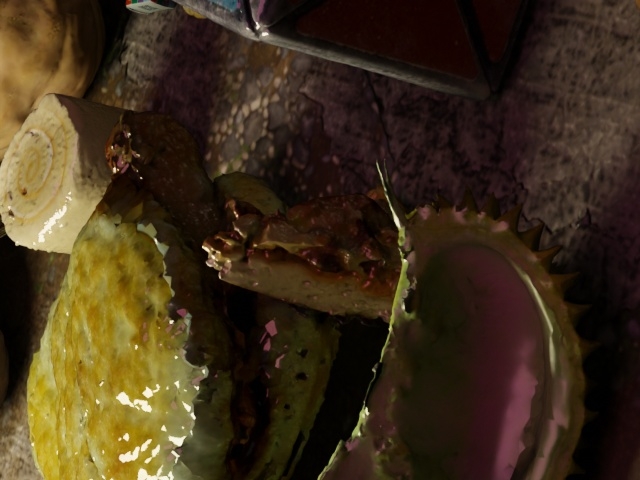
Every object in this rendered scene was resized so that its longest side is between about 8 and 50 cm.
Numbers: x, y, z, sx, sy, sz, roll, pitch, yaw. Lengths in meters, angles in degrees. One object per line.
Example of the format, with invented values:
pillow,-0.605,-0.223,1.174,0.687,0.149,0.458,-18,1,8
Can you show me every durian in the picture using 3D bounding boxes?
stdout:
durian,0.090,0.135,1.435,0.157,0.169,0.355,22,99,54

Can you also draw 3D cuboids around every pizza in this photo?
pizza,0.001,0.000,1.568,0.154,0.194,0.069,-114,35,-42

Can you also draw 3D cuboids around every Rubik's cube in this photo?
Rubik's cube,0.015,-0.277,1.572,0.260,0.255,0.259,27,101,52

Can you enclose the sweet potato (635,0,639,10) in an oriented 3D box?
sweet potato,0.247,-0.236,1.377,0.131,0.131,0.336,-45,49,35

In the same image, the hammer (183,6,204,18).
hammer,-0.130,-0.355,1.898,0.202,0.113,0.305,-22,74,27

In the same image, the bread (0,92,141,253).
bread,-0.213,-0.054,1.898,0.148,0.141,0.134,-60,40,24

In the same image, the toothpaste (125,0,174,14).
toothpaste,-0.161,-0.308,1.990,0.046,0.034,0.164,-2,79,48

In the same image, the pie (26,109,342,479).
pie,-0.133,0.148,1.726,0.418,0.180,0.395,-67,32,33

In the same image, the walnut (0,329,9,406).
walnut,-0.426,0.134,2.083,0.224,0.224,0.224,-18,67,49

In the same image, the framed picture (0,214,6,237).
framed picture,-0.350,-0.020,2.064,0.231,0.173,0.010,-6,112,52

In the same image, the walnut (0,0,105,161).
walnut,-0.376,-0.215,2.046,0.285,0.296,0.285,-54,2,3
